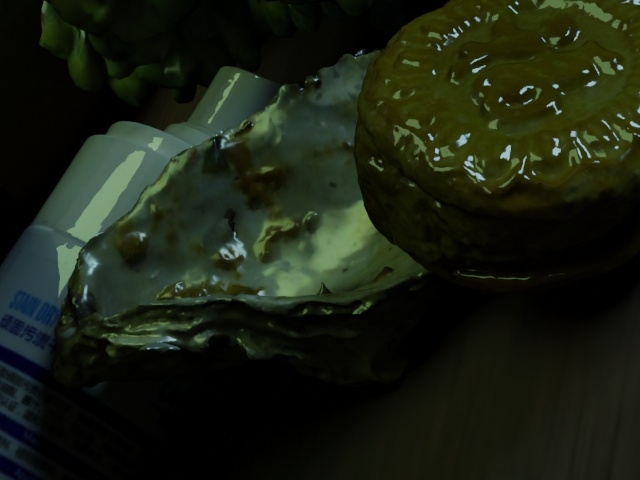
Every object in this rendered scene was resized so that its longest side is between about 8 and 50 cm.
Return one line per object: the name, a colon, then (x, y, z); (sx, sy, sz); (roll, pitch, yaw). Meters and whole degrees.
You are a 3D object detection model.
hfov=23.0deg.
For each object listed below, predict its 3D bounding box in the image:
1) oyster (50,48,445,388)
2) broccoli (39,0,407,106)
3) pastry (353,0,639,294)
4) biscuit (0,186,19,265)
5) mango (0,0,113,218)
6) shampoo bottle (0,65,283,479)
oyster: (-0.008, 0.002, 0.508); (0.177, 0.056, 0.105); (-33, 55, -7)
broccoli: (-0.015, -0.218, 0.661); (0.334, 0.272, 0.324); (-126, 36, -57)
pastry: (0.058, -0.031, 0.443); (0.097, 0.057, 0.109); (-32, 45, -14)
biscuit: (-0.244, 0.136, 0.545); (0.407, 0.091, 0.407); (-59, 3, 5)
mango: (-0.235, -0.092, 0.829); (0.384, 0.221, 0.199); (-60, 16, -26)
shampoo bottle: (-0.099, 0.064, 0.566); (0.092, 0.092, 0.303); (2, 59, 59)
